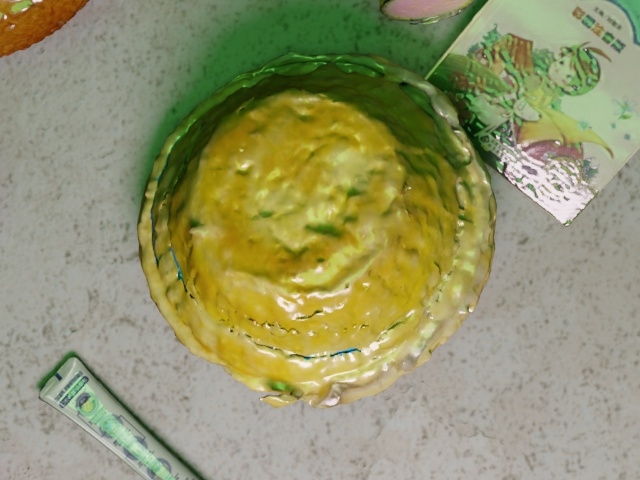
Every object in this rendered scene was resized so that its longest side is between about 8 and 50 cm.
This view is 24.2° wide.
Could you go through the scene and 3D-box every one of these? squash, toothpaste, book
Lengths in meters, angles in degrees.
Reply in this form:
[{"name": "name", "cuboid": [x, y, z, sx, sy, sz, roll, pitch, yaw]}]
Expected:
[{"name": "squash", "cuboid": [0.105, -0.306, 1.570, 0.105, 0.105, 0.132, -8, 77, 1]}, {"name": "toothpaste", "cuboid": [-0.205, 0.226, 1.643, 0.239, 0.039, 0.062, 42, 91, -2]}, {"name": "book", "cuboid": [0.277, -0.200, 1.573, 0.228, 0.018, 0.322, 38, 107, -4]}]

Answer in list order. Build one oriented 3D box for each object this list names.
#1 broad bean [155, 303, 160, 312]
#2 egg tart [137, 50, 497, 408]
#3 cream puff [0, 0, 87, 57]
[{"name": "broad bean", "cuboid": [-0.028, 0.086, 1.614, 0.318, 0.056, 0.098, 7, 112, 0]}, {"name": "egg tart", "cuboid": [-0.012, -0.022, 1.515, 0.388, 0.169, 0.388, -2, 76, 10]}, {"name": "cream puff", "cuboid": [-0.348, -0.324, 1.503, 0.303, 0.212, 0.303, 1, 97, 9]}]
